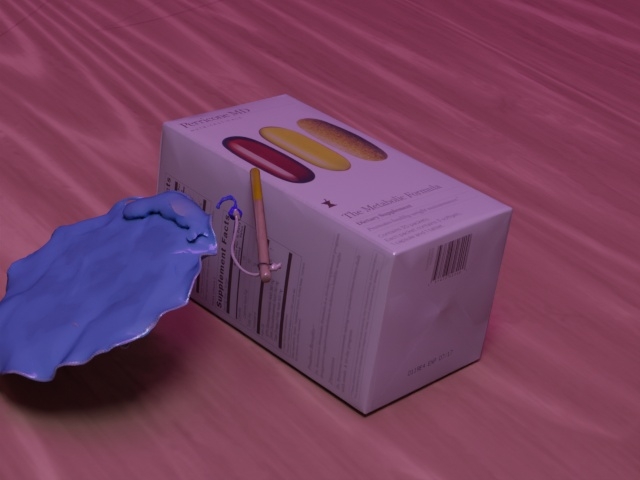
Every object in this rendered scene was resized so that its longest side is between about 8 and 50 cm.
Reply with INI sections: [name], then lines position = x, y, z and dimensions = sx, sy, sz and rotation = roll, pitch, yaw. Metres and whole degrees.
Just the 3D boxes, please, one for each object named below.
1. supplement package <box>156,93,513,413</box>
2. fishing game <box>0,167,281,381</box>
[supplement package]
position = 0.000, 0.000, 1.004
dimensions = 0.244, 0.134, 0.139
rotation = 30, 34, 35
[fishing game]
position = -0.152, 0.034, 0.909
dimensions = 0.264, 0.041, 0.189
rotation = -24, 32, 4
